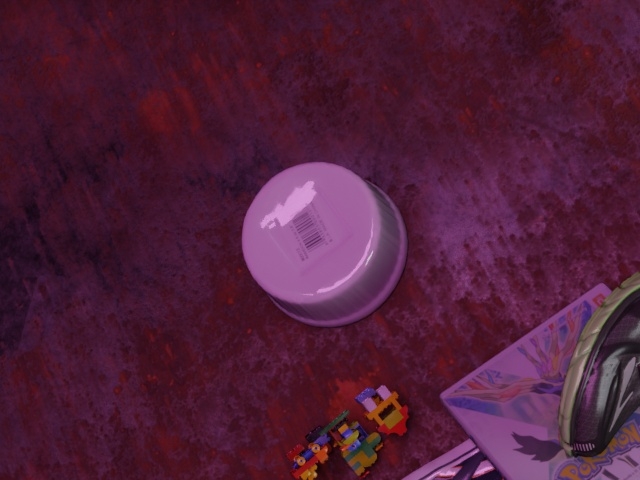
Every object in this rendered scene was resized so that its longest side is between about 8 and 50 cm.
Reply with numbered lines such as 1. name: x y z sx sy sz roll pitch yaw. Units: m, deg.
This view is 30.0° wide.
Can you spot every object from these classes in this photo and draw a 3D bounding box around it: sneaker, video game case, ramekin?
1. sneaker: 0.217 0.399 1.850 0.321 0.126 0.127 -34 61 5
2. video game case: 0.398 0.253 1.805 0.329 0.036 0.300 -33 56 -10
3. sneaker: 0.526 0.141 1.723 0.483 0.185 0.202 -41 54 -15
4. ramekin: 0.000 0.000 2.034 0.277 0.135 0.277 -5 73 17

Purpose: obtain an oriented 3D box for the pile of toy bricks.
1. pile of toy bricks: 0.051 0.338 1.950 0.212 0.118 0.105 -38 94 -12
